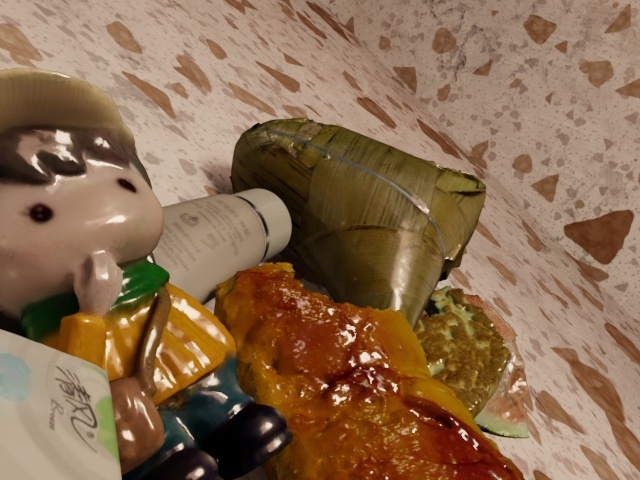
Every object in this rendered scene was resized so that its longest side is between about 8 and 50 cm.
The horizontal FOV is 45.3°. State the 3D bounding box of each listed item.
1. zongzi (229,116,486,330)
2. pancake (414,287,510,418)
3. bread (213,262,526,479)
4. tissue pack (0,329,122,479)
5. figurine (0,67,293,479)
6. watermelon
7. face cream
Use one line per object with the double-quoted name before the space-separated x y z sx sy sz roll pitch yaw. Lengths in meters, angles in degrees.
"zongzi" 0.000 0.000 0.896 0.322 0.160 0.360 18 39 13
"pancake" 0.093 0.145 0.822 0.197 0.054 0.376 11 25 28
"bread" 0.035 0.147 0.620 0.185 0.109 0.380 -12 39 -18
"tissue pack" -0.132 0.179 0.317 0.145 0.159 0.229 27 26 -36
"figurine" -0.172 0.040 0.547 0.185 0.204 0.332 -28 97 -43
"watermelon" 0.154 0.155 0.965 0.146 0.128 0.231 2 22 -18
"face cream" -0.138 0.014 0.737 0.143 0.089 0.314 47 30 11
